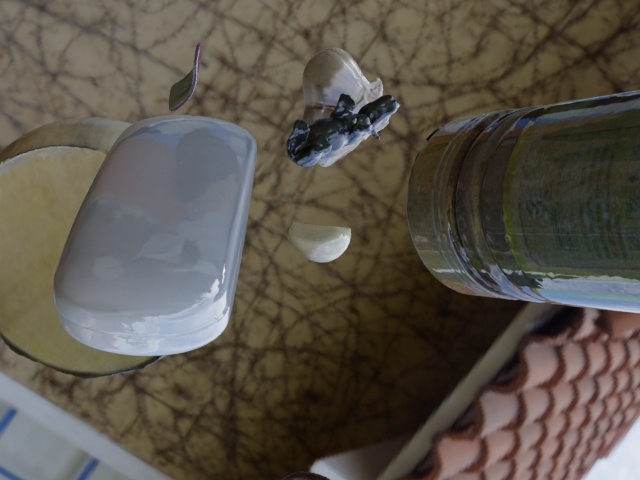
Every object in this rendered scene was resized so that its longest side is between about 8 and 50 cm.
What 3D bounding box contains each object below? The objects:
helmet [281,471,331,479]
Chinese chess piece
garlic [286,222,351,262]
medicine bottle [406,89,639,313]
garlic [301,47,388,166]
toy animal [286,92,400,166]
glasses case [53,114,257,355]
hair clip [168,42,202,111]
[{"bbox_3d":[-0.039,0.362,1.174,0.106,0.155,0.175,-11,139,-52],"label":"helmet"},{"bbox_3d":[-0.221,0.007,1.003,0.257,0.257,0.104,-52,-172,22],"label":"Chinese chess piece"},{"bbox_3d":[0.000,0.000,1.260,0.041,0.083,0.053,116,-23,-46],"label":"garlic"},{"bbox_3d":[0.208,-0.026,0.707,0.151,0.151,0.322,-59,-155,-15],"label":"medicine bottle"},{"bbox_3d":[0.022,-0.200,1.524,0.124,0.174,0.099,-21,-159,-31],"label":"garlic"},{"bbox_3d":[0.025,-0.115,1.029,0.136,0.047,0.065,-31,169,-25],"label":"toy animal"},{"bbox_3d":[-0.087,-0.013,0.589,0.233,0.092,0.059,-90,-175,-60],"label":"glasses case"},{"bbox_3d":[-0.198,-0.243,1.535,0.137,0.022,0.054,135,-35,-54],"label":"hair clip"}]
